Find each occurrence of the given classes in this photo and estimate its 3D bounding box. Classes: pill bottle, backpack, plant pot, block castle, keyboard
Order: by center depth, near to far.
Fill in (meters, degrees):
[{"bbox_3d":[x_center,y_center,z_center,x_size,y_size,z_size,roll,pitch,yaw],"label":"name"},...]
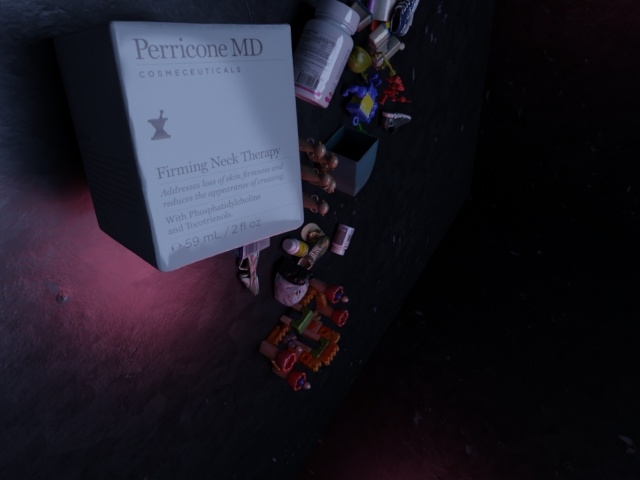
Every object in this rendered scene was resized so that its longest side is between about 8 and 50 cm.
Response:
[{"bbox_3d":[0.004,-0.571,1.332,0.160,0.160,0.282,3,114,-61],"label":"pill bottle"},{"bbox_3d":[0.001,-0.687,1.422,0.180,0.023,0.108,-13,122,-56],"label":"keyboard"},{"bbox_3d":[-0.102,0.026,1.719,0.116,0.065,0.065,22,90,-62],"label":"pill bottle"},{"bbox_3d":[-0.118,0.174,1.737,0.115,0.152,0.181,-36,151,-37],"label":"backpack"},{"bbox_3d":[0.122,-0.310,1.773,0.165,0.166,0.234,-51,155,-28],"label":"plant pot"},{"bbox_3d":[-0.043,0.427,1.958,0.453,0.213,0.302,-51,149,-28],"label":"block castle"},{"bbox_3d":[0.100,-0.005,2.036,0.078,0.078,0.137,14,98,-62],"label":"pill bottle"}]

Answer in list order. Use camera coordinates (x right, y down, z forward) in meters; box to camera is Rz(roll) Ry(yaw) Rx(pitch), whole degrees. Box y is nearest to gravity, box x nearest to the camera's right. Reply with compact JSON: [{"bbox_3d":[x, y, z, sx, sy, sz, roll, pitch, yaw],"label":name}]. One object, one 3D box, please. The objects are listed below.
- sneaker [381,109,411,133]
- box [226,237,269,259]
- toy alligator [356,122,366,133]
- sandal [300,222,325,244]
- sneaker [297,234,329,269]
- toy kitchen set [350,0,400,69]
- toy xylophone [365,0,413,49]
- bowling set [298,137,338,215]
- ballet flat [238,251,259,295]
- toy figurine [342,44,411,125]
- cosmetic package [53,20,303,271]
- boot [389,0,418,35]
[{"bbox_3d":[0.355,-0.565,2.079,0.234,0.078,0.106,-16,126,-52],"label":"sneaker"},{"bbox_3d":[-0.249,-0.014,1.353,0.126,0.137,0.072,-31,134,-49],"label":"box"},{"bbox_3d":[0.175,-0.417,1.891,0.056,0.051,0.189,-35,139,-45],"label":"toy alligator"},{"bbox_3d":[0.003,-0.006,1.862,0.088,0.079,0.240,-63,152,-7],"label":"sandal"},{"bbox_3d":[-0.033,0.065,1.784,0.192,0.064,0.086,-48,-175,17],"label":"sneaker"},{"bbox_3d":[0.193,-0.762,1.578,0.122,0.166,0.207,-43,172,3],"label":"toy kitchen set"},{"bbox_3d":[0.283,-0.888,1.702,0.323,0.081,0.236,-18,127,-55],"label":"toy xylophone"},{"bbox_3d":[0.011,-0.262,1.609,0.200,0.154,0.286,-38,141,-42],"label":"bowling set"},{"bbox_3d":[-0.256,0.105,1.524,0.068,0.072,0.213,-9,121,-27],"label":"ballet flat"},{"bbox_3d":[0.182,-0.550,1.678,0.217,0.191,0.363,-62,151,1],"label":"toy figurine"},{"bbox_3d":[-0.267,-0.204,0.862,0.330,0.328,0.393,-21,118,-37],"label":"cosmetic package"},{"bbox_3d":[0.311,-0.862,1.604,0.086,0.069,0.189,-32,140,-51],"label":"boot"}]
